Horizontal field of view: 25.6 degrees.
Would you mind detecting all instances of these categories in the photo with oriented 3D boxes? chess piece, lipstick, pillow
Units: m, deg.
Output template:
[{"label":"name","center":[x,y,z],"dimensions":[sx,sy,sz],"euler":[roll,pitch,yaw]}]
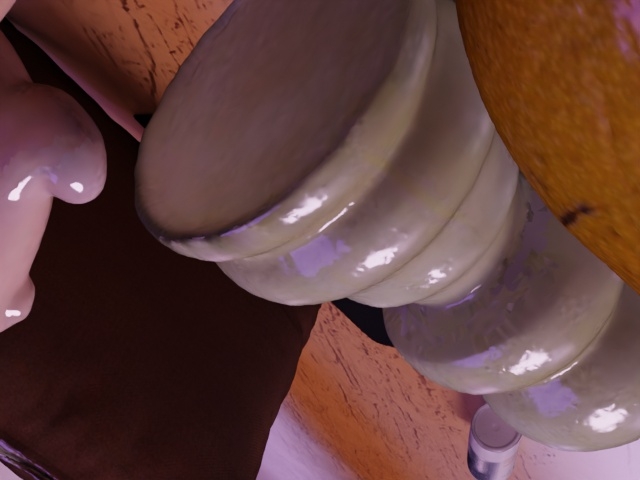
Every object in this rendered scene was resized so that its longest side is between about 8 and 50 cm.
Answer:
[{"label":"chess piece","center":[0.063,0.002,0.587],"dimensions":[0.251,0.144,0.144],"euler":[36,166,-33]},{"label":"lipstick","center":[0.133,0.158,1.085],"dimensions":[0.040,0.040,0.141],"euler":[30,165,14]},{"label":"pillow","center":[-0.143,0.024,0.836],"dimensions":[0.308,0.305,0.108],"euler":[39,123,-14]}]

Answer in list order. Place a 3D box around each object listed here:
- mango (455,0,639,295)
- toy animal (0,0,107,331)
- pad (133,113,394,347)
[{"label":"mango","center":[0.100,-0.056,0.348],"dimensions":[0.157,0.109,0.262],"euler":[22,160,51]},{"label":"toy animal","center":[-0.217,-0.127,0.635],"dimensions":[0.345,0.277,0.247],"euler":[47,-168,-8]},{"label":"pad","center":[0.000,0.000,0.938],"dimensions":[0.265,0.009,0.159],"euler":[44,163,-28]}]
